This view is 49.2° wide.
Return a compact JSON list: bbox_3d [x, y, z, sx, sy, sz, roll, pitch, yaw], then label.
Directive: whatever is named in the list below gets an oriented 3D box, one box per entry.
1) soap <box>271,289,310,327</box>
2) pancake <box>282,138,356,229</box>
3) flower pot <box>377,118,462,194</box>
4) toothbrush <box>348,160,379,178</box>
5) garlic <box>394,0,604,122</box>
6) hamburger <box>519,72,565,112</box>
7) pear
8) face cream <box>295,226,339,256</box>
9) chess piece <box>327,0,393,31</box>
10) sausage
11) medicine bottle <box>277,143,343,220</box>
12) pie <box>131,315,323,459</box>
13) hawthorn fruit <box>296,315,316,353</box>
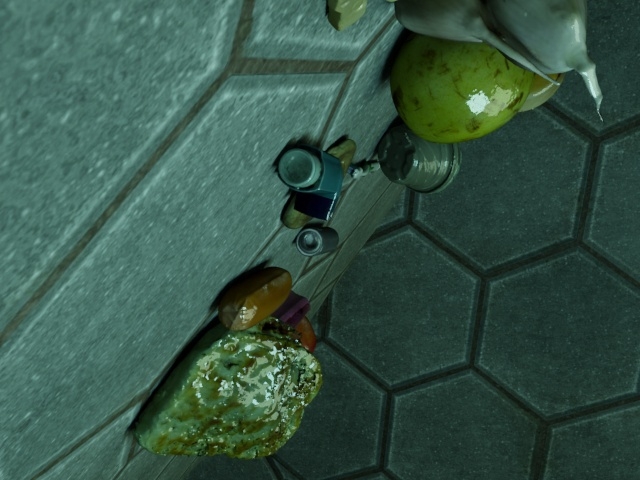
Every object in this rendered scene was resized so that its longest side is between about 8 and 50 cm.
[{"bbox_3d":[-0.164,0.260,1.905,0.220,0.127,0.325,-56,173,35],"label":"soap"},{"bbox_3d":[0.007,-0.115,1.485,0.242,0.050,0.242,-52,173,-9],"label":"pancake"},{"bbox_3d":[0.246,-0.230,1.864,0.140,0.235,0.235,-13,145,-42],"label":"flower pot"},{"bbox_3d":[0.122,-0.188,1.854,0.042,0.040,0.418,-56,171,14],"label":"toothbrush"},{"bbox_3d":[0.243,-0.323,1.005,0.231,0.340,0.246,-21,138,-1],"label":"garlic"},{"bbox_3d":[0.520,-0.493,1.883,0.302,0.302,0.170,-53,179,3],"label":"hamburger"},{"bbox_3d":[0.270,-0.323,1.355,0.283,0.283,0.283,-51,172,-10],"label":"pear"},{"bbox_3d":[0.000,0.000,1.866,0.073,0.073,0.283,-54,172,9],"label":"face cream"},{"bbox_3d":[0.086,-0.343,0.883,0.200,0.090,0.090,-38,168,-17],"label":"chess piece"},{"bbox_3d":[-0.139,0.124,1.532,0.105,0.105,0.274,-55,172,19],"label":"sausage"},{"bbox_3d":[-0.017,-0.106,1.252,0.258,0.079,0.124,4,107,-79],"label":"medicine bottle"},{"bbox_3d":[-0.205,0.354,1.621,0.418,0.180,0.395,9,114,-43],"label":"pie"},{"bbox_3d":[-0.097,0.328,2.227,0.196,0.225,0.196,-38,169,-9],"label":"hawthorn fruit"}]
